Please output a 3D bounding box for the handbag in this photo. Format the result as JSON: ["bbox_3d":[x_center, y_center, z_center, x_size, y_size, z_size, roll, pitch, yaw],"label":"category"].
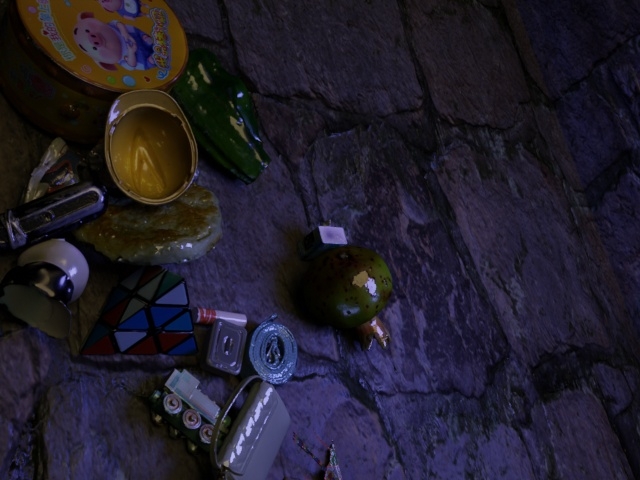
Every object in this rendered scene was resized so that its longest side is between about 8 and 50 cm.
[{"bbox_3d":[-0.163,0.415,1.694,0.256,0.079,0.219,-62,143,-42],"label":"handbag"}]

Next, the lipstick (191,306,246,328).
[{"bbox_3d":[-0.240,0.185,1.857,0.130,0.038,0.038,13,58,-32],"label":"lipstick"}]

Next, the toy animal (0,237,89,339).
[{"bbox_3d":[-0.554,0.091,1.610,0.166,0.138,0.179,54,34,-28],"label":"toy animal"}]

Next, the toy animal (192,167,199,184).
[{"bbox_3d":[-0.339,-0.155,1.969,0.079,0.070,0.253,-28,98,-9],"label":"toy animal"}]

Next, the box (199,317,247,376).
[{"bbox_3d":[-0.228,0.252,1.812,0.089,0.062,0.122,26,53,-25],"label":"box"}]

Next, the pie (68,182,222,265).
[{"bbox_3d":[-0.375,-0.042,1.772,0.371,0.078,0.296,-18,41,-41],"label":"pie"}]

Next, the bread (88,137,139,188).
[{"bbox_3d":[-0.460,-0.189,1.860,0.177,0.084,0.119,-14,104,-43],"label":"bread"}]

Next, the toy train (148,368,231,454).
[{"bbox_3d":[-0.277,0.371,1.696,0.194,0.080,0.125,41,42,-10],"label":"toy train"}]

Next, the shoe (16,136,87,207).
[{"bbox_3d":[-0.580,-0.116,1.722,0.125,0.099,0.228,31,52,-24],"label":"shoe"}]

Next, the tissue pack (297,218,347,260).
[{"bbox_3d":[0.000,-0.001,2.103,0.085,0.111,0.079,3,62,-37],"label":"tissue pack"}]

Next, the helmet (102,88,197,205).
[{"bbox_3d":[-0.393,-0.199,1.770,0.205,0.140,0.257,-11,90,-22],"label":"helmet"}]

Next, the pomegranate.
[{"bbox_3d":[0.071,0.158,2.022,0.230,0.230,0.286,-12,102,-42],"label":"pomegranate"}]

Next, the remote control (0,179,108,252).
[{"bbox_3d":[-0.560,-0.051,1.611,0.265,0.066,0.090,-26,89,-26],"label":"remote control"}]

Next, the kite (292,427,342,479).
[{"bbox_3d":[0.004,0.523,1.827,0.244,0.006,0.198,56,26,-23],"label":"kite"}]

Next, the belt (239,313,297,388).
[{"bbox_3d":[-0.126,0.277,1.863,0.148,0.082,0.163,53,43,0],"label":"belt"}]

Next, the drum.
[{"bbox_3d":[-0.540,-0.452,1.854,0.431,0.214,0.431,20,50,-25],"label":"drum"}]

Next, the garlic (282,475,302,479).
[{"bbox_3d":[-0.008,0.664,1.713,0.143,0.112,0.318,9,50,-61],"label":"garlic"}]

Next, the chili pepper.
[{"bbox_3d":[-0.254,-0.334,2.058,0.385,0.167,0.213,52,48,-3],"label":"chili pepper"}]

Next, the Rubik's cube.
[{"bbox_3d":[-0.407,0.203,1.706,0.234,0.284,0.250,-34,122,-25],"label":"Rubik's cube"}]
